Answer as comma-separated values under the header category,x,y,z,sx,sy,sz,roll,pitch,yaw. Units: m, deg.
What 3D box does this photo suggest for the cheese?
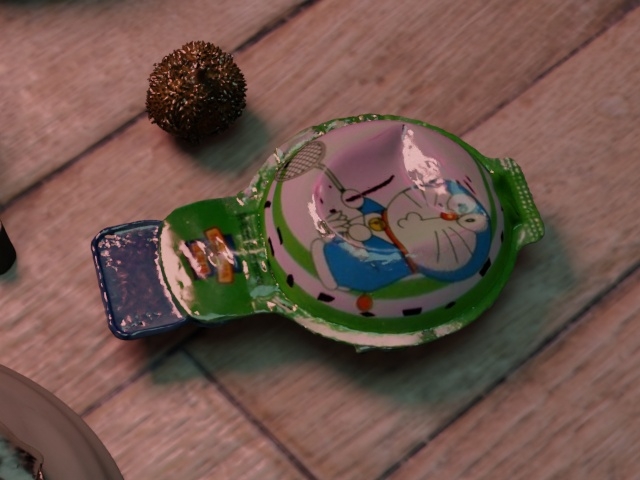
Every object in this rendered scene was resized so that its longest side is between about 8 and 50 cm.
category,x,y,z,sx,sy,sz,roll,pitch,yaw
cheese,0.000,0.000,1.255,0.320,0.083,0.204,-11,58,-10

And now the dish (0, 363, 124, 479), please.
category,x,y,z,sx,sy,sz,roll,pitch,yaw
dish,-0.258,0.184,1.079,0.316,0.106,0.316,6,61,-11

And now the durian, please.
category,x,y,z,sx,sy,sz,roll,pitch,yaw
durian,-0.092,-0.113,1.323,0.080,0.091,0.080,5,69,-14

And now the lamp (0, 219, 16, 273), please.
category,x,y,z,sx,sy,sz,roll,pitch,yaw
lamp,-0.258,-0.036,1.286,0.041,0.054,0.121,-23,61,-17
